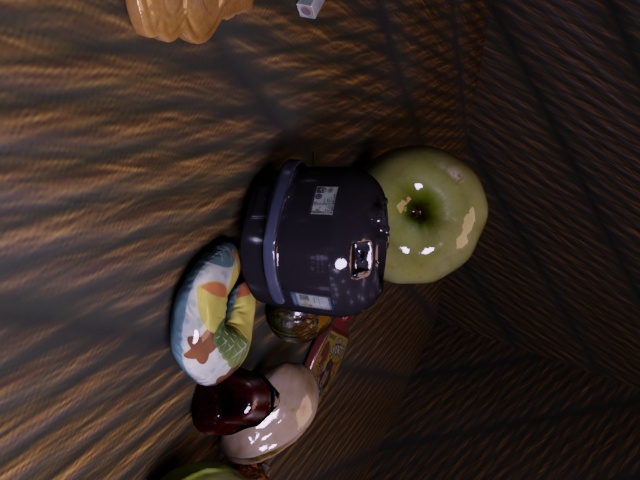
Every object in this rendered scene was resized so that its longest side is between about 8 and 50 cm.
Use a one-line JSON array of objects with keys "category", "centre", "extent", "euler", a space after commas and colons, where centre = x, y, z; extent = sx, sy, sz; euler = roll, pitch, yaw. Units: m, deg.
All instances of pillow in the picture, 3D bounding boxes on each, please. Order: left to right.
[{"category": "pillow", "centre": [-0.165, 0.119, 0.918], "extent": [0.233, 0.086, 0.214], "euler": [75, 27, -51]}]

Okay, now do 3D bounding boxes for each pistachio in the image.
[{"category": "pistachio", "centre": [-0.105, 0.349, 1.171], "extent": [0.238, 0.153, 0.137], "euler": [-40, 141, -11]}]

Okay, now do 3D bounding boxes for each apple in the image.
[{"category": "apple", "centre": [0.227, -0.062, 1.414], "extent": [0.357, 0.357, 0.357], "euler": [-52, 152, -44]}]

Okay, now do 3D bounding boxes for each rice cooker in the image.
[{"category": "rice cooker", "centre": [0.000, 0.000, 0.980], "extent": [0.267, 0.224, 0.267], "euler": [5, 90, -76]}]

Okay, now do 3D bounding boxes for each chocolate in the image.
[{"category": "chocolate", "centre": [-0.156, 0.268, 0.989], "extent": [0.080, 0.149, 0.125], "euler": [21, 49, -69]}]

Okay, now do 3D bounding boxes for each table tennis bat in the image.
[{"category": "table tennis bat", "centre": [0.032, 0.283, 1.608], "extent": [0.414, 0.051, 0.268], "euler": [-66, 159, -9]}]

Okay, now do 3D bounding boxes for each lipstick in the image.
[{"category": "lipstick", "centre": [0.001, -0.429, 0.958], "extent": [0.129, 0.030, 0.030], "euler": [-67, 159, -17]}]

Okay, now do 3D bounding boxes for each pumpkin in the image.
[{"category": "pumpkin", "centre": [-0.048, 0.158, 1.187], "extent": [0.183, 0.119, 0.107], "euler": [44, 63, -62]}]

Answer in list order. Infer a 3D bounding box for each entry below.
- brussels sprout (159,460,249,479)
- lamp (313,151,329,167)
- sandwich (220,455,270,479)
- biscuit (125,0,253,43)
[{"category": "brussels sprout", "centre": [-0.202, 0.489, 0.910], "extent": [0.259, 0.227, 0.294], "euler": [-52, 163, -12]}, {"category": "lamp", "centre": [-0.028, -0.124, 1.135], "extent": [0.121, 0.041, 0.054], "euler": [-44, 154, -48]}, {"category": "sandwich", "centre": [-0.175, 0.541, 1.193], "extent": [0.292, 0.109, 0.212], "euler": [83, 24, -53]}, {"category": "biscuit", "centre": [-0.142, -0.312, 0.682], "extent": [0.236, 0.040, 0.144], "euler": [-57, 150, -42]}]
